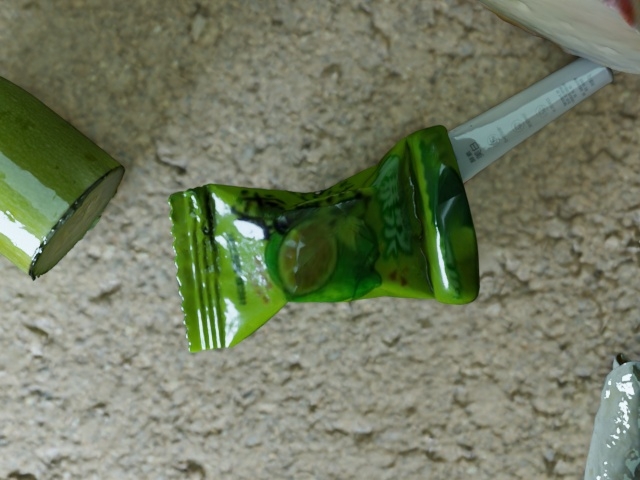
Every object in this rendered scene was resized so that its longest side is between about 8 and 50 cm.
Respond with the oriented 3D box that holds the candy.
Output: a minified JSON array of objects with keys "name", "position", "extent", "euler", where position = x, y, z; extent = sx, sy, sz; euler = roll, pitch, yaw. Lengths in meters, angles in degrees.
[{"name":"candy","position":[0.000,0.000,1.164],"extent":[0.246,0.069,0.149],"euler":[-12,101,-8]}]

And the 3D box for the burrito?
[{"name":"burrito","position":[0.256,0.225,1.207],"extent":[0.082,0.059,0.275],"euler":[5,95,-11]}]

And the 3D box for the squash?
[{"name":"squash","position":[-0.258,-0.065,1.118],"extent":[0.186,0.123,0.123],"euler":[37,92,-4]}]

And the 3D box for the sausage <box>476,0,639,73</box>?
[{"name":"sausage","position":[0.226,-0.298,1.072],"extent":[0.233,0.233,0.287],"euler":[30,93,-6]}]

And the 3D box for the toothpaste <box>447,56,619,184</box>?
[{"name":"toothpaste","position":[0.177,-0.109,1.186],"extent":[0.190,0.031,0.048],"euler":[-32,99,3]}]
